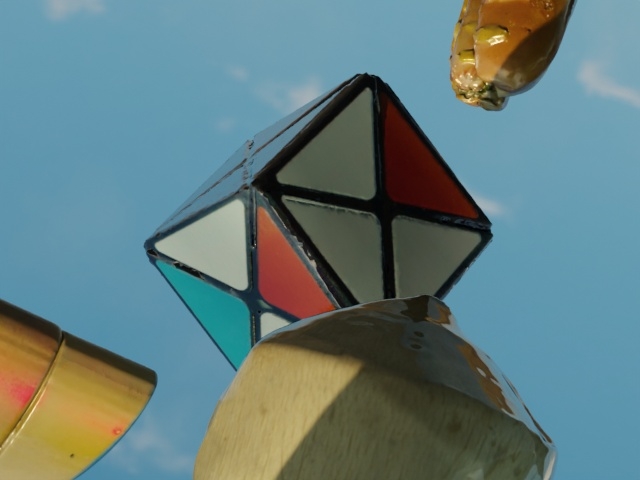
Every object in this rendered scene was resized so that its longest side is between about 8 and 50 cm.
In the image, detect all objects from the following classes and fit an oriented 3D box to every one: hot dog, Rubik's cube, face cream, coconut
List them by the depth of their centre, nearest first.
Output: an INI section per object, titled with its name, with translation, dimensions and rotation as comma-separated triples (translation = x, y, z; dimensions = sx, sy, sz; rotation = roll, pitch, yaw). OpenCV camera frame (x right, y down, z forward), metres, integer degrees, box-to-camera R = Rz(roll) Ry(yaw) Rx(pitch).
[coconut]
translation = 0.029, 0.135, 0.882
dimensions = 0.224, 0.224, 0.224
rotation = 10, -150, -6
[face cream]
translation = -0.260, 0.081, 1.022
dimensions = 0.285, 0.139, 0.067
rotation = 27, -153, -24
[hot dog]
translation = 0.164, -0.215, 1.231
dimensions = 0.072, 0.115, 0.269
rotation = 25, -121, -8
[Rubik's cube]
translation = 0.000, 0.000, 1.745
dimensions = 0.250, 0.246, 0.248
rotation = 53, -128, -10
